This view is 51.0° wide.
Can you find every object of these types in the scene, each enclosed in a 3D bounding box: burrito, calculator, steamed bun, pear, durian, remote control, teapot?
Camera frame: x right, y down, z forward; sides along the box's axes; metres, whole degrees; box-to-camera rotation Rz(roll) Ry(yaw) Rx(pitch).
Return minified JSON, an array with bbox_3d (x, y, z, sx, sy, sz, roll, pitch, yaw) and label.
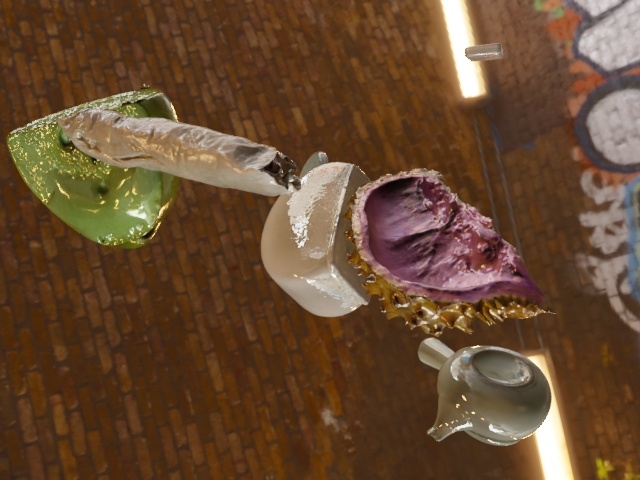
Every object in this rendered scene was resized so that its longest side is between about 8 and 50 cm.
[{"bbox_3d":[-0.195,-0.118,0.895,0.117,0.392,0.076,17,-92,-58],"label":"burrito"},{"bbox_3d":[-0.026,-0.137,1.843,0.042,0.295,0.184,5,-108,-13],"label":"calculator"},{"bbox_3d":[0.000,0.000,1.090,0.146,0.164,0.241,49,-138,-39],"label":"steamed bun"},{"bbox_3d":[-0.413,-0.137,1.385,0.238,0.342,0.318,-54,-47,-62],"label":"pear"},{"bbox_3d":[0.121,0.021,0.846,0.341,0.191,0.112,-121,18,-50],"label":"durian"},{"bbox_3d":[0.400,-0.459,1.640,0.190,0.088,0.029,-33,-60,-69],"label":"remote control"},{"bbox_3d":[0.313,0.270,1.297,0.318,0.220,0.149,-80,-2,-66],"label":"teapot"}]
